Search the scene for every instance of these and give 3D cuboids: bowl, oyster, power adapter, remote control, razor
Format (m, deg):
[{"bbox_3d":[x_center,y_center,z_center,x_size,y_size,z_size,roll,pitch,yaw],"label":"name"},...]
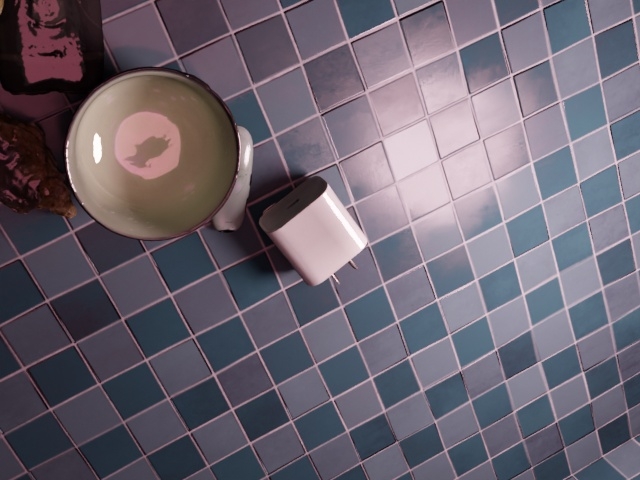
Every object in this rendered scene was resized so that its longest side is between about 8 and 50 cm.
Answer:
[{"bbox_3d":[-0.355,-0.194,1.557,0.353,0.185,0.354,-7,112,-18],"label":"bowl"},{"bbox_3d":[-0.625,-0.156,1.514,0.166,0.110,0.341,-33,118,-5],"label":"oyster"},{"bbox_3d":[0.000,0.000,1.801,0.187,0.124,0.255,-38,118,-2],"label":"power adapter"},{"bbox_3d":[-0.203,-0.136,1.717,0.097,0.045,0.256,-1,113,-20],"label":"remote control"},{"bbox_3d":[-0.522,-0.449,1.435,0.204,0.113,0.349,-3,110,-19],"label":"razor"}]

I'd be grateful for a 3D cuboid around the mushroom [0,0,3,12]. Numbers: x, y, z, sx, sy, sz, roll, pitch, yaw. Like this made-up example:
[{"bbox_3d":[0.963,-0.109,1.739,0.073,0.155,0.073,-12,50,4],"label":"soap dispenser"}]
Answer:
[{"bbox_3d":[-0.649,-0.528,1.306,0.247,0.130,0.344,-14,102,25],"label":"mushroom"}]
